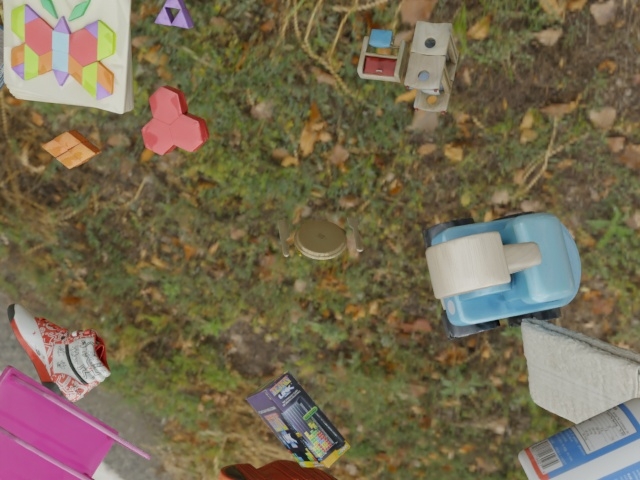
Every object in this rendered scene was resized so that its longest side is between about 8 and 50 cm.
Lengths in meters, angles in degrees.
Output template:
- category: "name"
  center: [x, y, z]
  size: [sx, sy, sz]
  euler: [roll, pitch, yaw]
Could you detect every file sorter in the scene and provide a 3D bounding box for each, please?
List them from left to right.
- category: "file sorter"
  center: [-0.397, 0.355, 1.135]
  size: [0.202, 0.291, 0.182]
  euler: [42, 158, -30]

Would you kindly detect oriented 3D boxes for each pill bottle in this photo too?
- category: "pill bottle"
  center: [0.361, 0.263, 1.007]
  size: [0.221, 0.124, 0.124]
  euler: [-26, 131, 5]

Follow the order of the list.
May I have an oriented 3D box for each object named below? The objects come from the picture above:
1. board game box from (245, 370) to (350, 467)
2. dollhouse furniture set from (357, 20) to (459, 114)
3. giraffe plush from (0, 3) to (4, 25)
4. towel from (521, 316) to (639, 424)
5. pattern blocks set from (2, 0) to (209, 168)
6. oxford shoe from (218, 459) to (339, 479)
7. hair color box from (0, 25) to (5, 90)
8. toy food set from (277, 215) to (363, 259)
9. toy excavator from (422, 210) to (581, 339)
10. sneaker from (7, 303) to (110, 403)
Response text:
- category: "board game box"
  center: [-0.038, 0.268, 1.252]
  size: [0.141, 0.048, 0.170]
  euler: [49, 160, 2]
- category: "dollhouse furniture set"
  center: [0.151, -0.327, 1.587]
  size: [0.183, 0.129, 0.129]
  euler: [10, 171, 17]
- category: "giraffe plush"
  center: [-0.499, -0.388, 1.570]
  size: [0.181, 0.170, 0.210]
  euler: [47, 122, 16]
- category: "towel"
  center: [0.478, 0.251, 1.515]
  size: [0.282, 0.049, 0.187]
  euler: [21, 129, 54]
- category: "pattern blocks set"
  center: [-0.290, -0.222, 0.972]
  size: [0.325, 0.026, 0.285]
  euler: [1, 109, 22]
- category: "oxford shoe"
  center: [-0.074, 0.447, 1.480]
  size: [0.271, 0.098, 0.097]
  euler: [12, -175, -39]
- category: "hair color box"
  center: [-0.667, -0.245, 1.512]
  size: [0.105, 0.174, 0.347]
  euler: [36, 143, -26]
- category: "toy food set"
  center: [0.000, 0.000, 1.963]
  size: [0.192, 0.132, 0.038]
  euler: [-3, 137, -7]
- category: "toy excavator"
  center: [0.319, 0.039, 1.480]
  size: [0.433, 0.222, 0.445]
  euler: [-8, 170, -21]
- category: "sneaker"
  center: [-0.548, 0.213, 1.798]
  size: [0.270, 0.145, 0.090]
  euler: [53, 171, 25]
